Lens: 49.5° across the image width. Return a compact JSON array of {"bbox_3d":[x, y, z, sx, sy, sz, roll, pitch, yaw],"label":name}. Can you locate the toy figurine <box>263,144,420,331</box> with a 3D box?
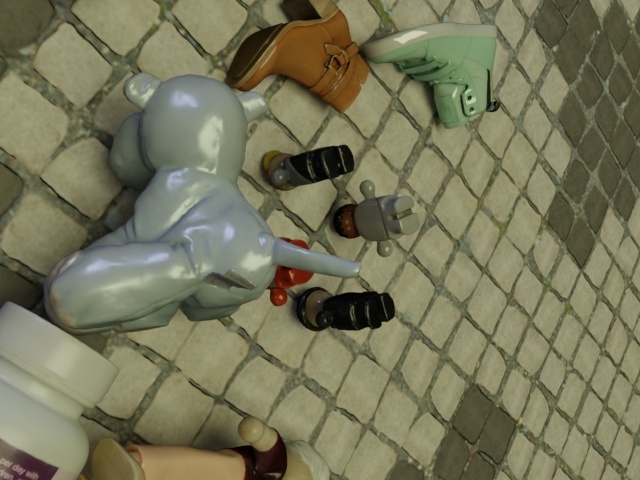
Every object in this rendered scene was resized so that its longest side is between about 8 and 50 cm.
[{"bbox_3d":[0.000,0.000,0.872,0.213,0.148,0.209,30,68,-33],"label":"toy figurine"}]

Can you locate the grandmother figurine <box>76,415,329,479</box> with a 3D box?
[{"bbox_3d":[-0.115,0.278,0.784,0.342,0.208,0.104,16,43,-50],"label":"grandmother figurine"}]

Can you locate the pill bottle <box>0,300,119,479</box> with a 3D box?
[{"bbox_3d":[-0.315,0.212,0.610,0.169,0.169,0.301,43,67,-31],"label":"pill bottle"}]

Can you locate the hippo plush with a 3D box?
[{"bbox_3d":[-0.155,-0.043,0.678,0.234,0.294,0.236,-4,79,-33],"label":"hippo plush"}]

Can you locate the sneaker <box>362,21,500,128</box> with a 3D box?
[{"bbox_3d":[0.174,-0.237,1.022,0.256,0.094,0.151,-13,104,-36],"label":"sneaker"}]

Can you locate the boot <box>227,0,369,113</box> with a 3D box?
[{"bbox_3d":[-0.017,-0.218,0.888,0.197,0.073,0.152,-53,125,-21],"label":"boot"}]
